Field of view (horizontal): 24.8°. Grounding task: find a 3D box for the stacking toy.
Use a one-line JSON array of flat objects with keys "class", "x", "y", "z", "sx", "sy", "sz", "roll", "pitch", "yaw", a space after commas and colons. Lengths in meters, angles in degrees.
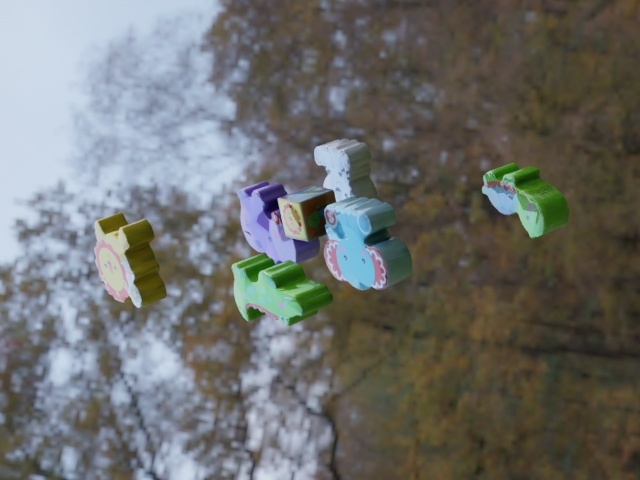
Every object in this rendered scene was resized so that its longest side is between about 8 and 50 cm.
[{"class": "stacking toy", "x": 0.000, "y": 0.000, "z": 0.760, "sx": 0.167, "sy": 0.221, "sz": 0.052, "roll": -21, "pitch": -72, "yaw": -29}]
